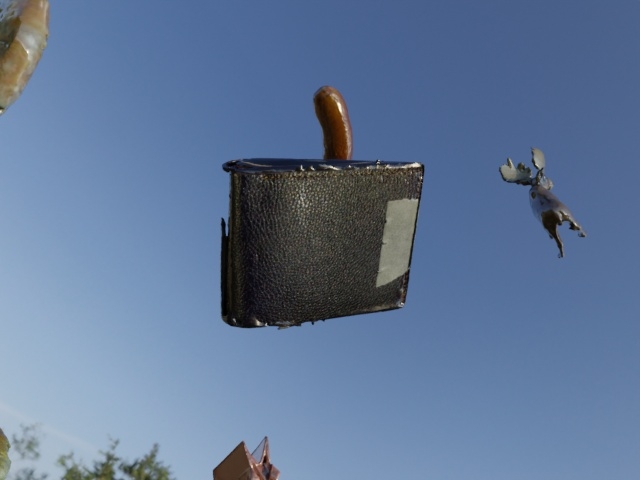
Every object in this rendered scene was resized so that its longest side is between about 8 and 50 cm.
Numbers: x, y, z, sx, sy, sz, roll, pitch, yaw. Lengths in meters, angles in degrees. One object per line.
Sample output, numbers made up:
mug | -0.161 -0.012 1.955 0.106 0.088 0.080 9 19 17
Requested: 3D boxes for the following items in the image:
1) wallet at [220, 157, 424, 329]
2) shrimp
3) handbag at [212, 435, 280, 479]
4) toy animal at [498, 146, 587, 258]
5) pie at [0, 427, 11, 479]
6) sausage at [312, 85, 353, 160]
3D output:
wallet | 0.000 0.000 0.769 0.071 0.262 0.221 -127 -142 -63
shrimp | -0.497 -0.263 0.821 0.446 0.221 0.110 15 -10 42
handbag | -0.089 0.400 0.813 0.059 0.212 0.157 3 -37 -28
toy animal | 0.446 -0.086 1.167 0.094 0.214 0.186 -37 -75 19
pie | -0.258 0.144 0.421 0.084 0.020 0.084 41 -5 5
sausage | 0.029 -0.219 1.401 0.103 0.076 0.302 22 -48 25
